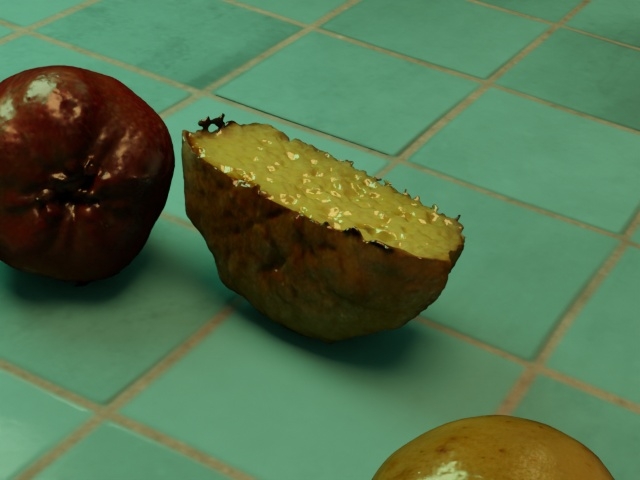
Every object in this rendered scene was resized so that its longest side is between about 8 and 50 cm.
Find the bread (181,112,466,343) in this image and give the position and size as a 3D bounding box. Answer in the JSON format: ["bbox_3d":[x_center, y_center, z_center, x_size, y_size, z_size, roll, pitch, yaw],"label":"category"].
[{"bbox_3d":[-0.007,0.005,1.005,0.260,0.134,0.129,32,29,27],"label":"bread"}]

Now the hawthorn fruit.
[{"bbox_3d":[-0.223,-0.063,1.039,0.185,0.185,0.202,-7,19,-21],"label":"hawthorn fruit"}]

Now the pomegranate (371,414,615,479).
[{"bbox_3d":[0.114,0.187,0.696,0.196,0.196,0.196,5,32,-3],"label":"pomegranate"}]
